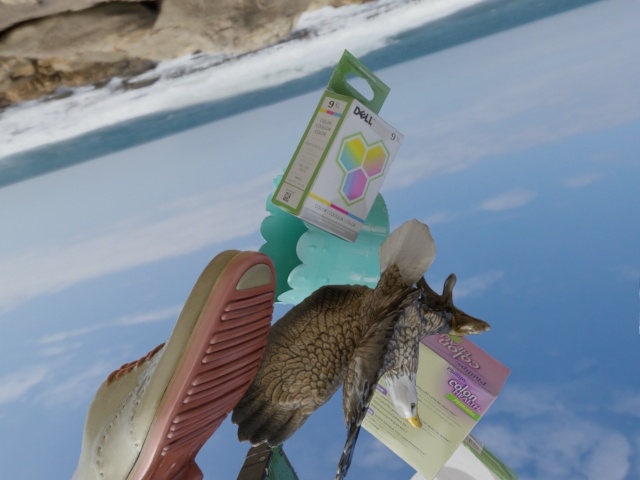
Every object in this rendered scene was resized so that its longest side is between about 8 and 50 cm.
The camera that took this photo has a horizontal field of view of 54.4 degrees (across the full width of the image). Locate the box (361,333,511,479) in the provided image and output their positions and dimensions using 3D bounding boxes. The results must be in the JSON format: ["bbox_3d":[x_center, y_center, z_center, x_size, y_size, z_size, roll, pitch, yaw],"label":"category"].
[{"bbox_3d":[0.201,0.291,1.201,0.213,0.243,0.117,35,-151,17],"label":"box"}]

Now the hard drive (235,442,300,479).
[{"bbox_3d":[-0.076,0.499,0.962,0.064,0.237,0.339,-22,-166,15],"label":"hard drive"}]

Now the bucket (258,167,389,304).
[{"bbox_3d":[0.000,0.000,1.202,0.182,0.282,0.281,8,-176,-20],"label":"bucket"}]

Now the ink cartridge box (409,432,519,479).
[{"bbox_3d":[0.299,0.549,1.391,0.235,0.171,0.056,-55,167,24],"label":"ink cartridge box"}]

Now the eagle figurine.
[{"bbox_3d":[0.058,0.132,0.740,0.298,0.226,0.225,-17,-127,-35],"label":"eagle figurine"}]

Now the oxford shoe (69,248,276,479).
[{"bbox_3d":[-0.178,0.166,0.667,0.146,0.397,0.140,34,-166,24],"label":"oxford shoe"}]

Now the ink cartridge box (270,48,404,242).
[{"bbox_3d":[0.035,-0.113,0.773,0.062,0.209,0.109,27,-179,44],"label":"ink cartridge box"}]
